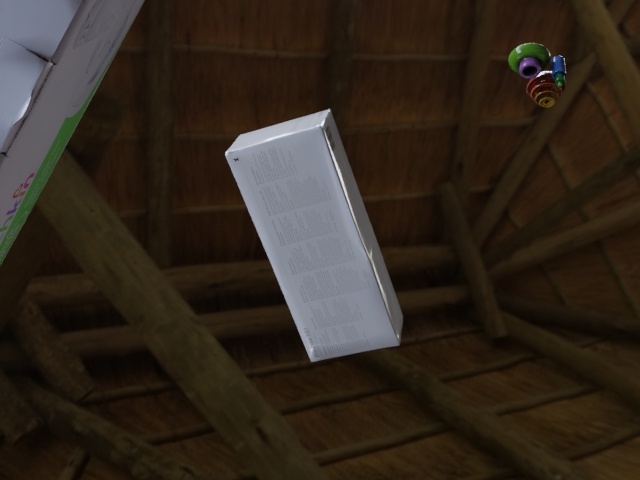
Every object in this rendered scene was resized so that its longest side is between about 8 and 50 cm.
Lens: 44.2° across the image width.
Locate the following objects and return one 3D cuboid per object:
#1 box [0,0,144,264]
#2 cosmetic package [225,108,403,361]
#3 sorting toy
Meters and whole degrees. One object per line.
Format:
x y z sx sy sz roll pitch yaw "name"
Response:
-0.236 -0.126 0.414 0.231 0.127 0.262 29 -84 -8 "box"
0.000 0.000 0.775 0.060 0.099 0.239 -72 -35 -62 "cosmetic package"
0.281 -0.204 0.998 0.102 0.061 0.042 37 -133 -41 "sorting toy"
